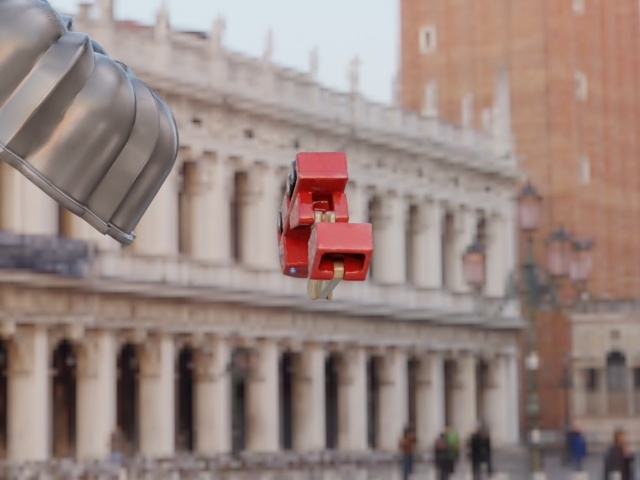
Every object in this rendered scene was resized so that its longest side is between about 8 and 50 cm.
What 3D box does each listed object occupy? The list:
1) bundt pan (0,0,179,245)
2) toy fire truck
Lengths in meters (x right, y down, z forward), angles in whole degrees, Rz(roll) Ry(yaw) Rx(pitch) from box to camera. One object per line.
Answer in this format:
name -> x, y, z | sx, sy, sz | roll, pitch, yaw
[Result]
bundt pan -> -0.255, -0.146, 1.510 | 0.331, 0.124, 0.331 | 41, 0, 0
toy fire truck -> 0.000, 0.000, 1.424 | 0.047, 0.135, 0.192 | 0, -29, -10
